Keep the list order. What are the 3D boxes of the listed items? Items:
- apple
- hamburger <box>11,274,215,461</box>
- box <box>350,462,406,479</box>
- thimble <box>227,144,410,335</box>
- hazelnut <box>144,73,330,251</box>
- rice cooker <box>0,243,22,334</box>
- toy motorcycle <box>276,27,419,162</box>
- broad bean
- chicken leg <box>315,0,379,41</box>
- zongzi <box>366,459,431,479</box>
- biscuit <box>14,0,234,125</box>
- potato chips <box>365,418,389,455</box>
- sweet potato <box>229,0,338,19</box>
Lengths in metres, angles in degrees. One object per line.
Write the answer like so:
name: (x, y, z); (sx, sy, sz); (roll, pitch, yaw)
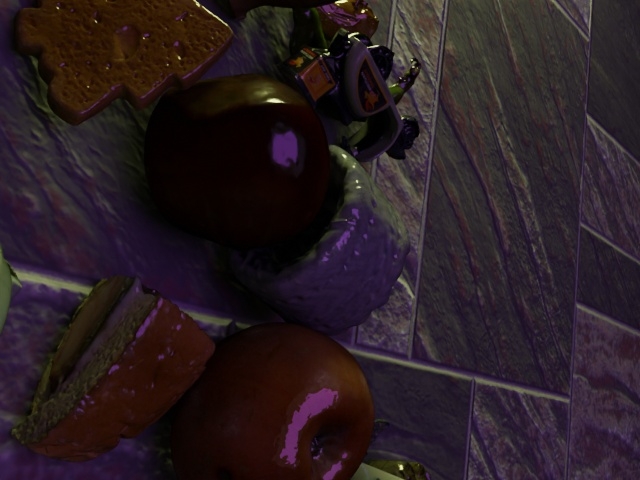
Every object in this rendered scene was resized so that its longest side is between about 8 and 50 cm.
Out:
apple: (-0.055, 0.226, 0.891); (0.253, 0.253, 0.254); (5, 83, -47)
hamburger: (-0.216, 0.157, 0.788); (0.155, 0.135, 0.208); (50, 55, -31)
box: (0.016, 0.415, 0.991); (0.233, 0.149, 0.067); (-47, 124, -31)
thimble: (0.000, 0.000, 0.986); (0.157, 0.217, 0.246); (48, 32, -39)
hazelnut: (-0.094, -0.091, 0.876); (0.229, 0.229, 0.230); (5, 83, -47)
rice cooker: (-0.393, 0.039, 0.492); (0.277, 0.288, 0.288); (48, 54, -37)
toy motorcycle: (0.057, -0.198, 1.089); (0.157, 0.091, 0.263); (-39, 133, -5)
broad bean: (0.040, -0.261, 1.132); (0.291, 0.049, 0.144); (13, 109, -44)
chicken leg: (0.010, -0.365, 1.115); (0.207, 0.085, 0.101); (12, 110, -41)
zongzi: (0.048, 0.474, 1.056); (0.300, 0.145, 0.274); (4, 80, -41)
biscuit: (-0.217, -0.227, 0.814); (0.238, 0.041, 0.212); (-2, 71, -18)
potato chips: (0.034, 0.320, 1.129); (0.207, 0.028, 0.092); (14, 78, -45)
sweet potato: (0.015, -0.371, 0.938); (0.131, 0.336, 0.131); (2, 90, -65)
